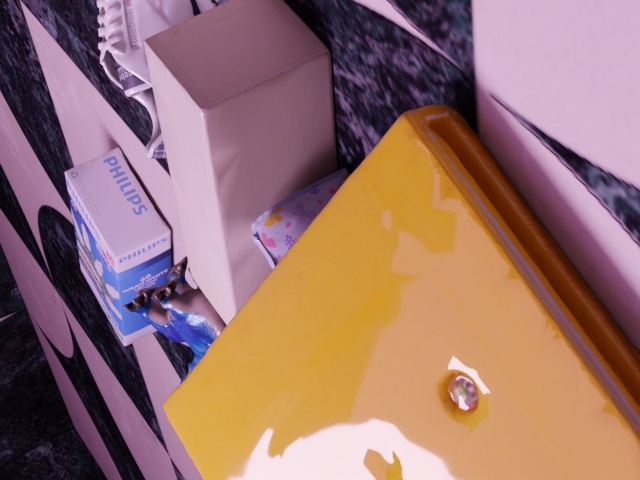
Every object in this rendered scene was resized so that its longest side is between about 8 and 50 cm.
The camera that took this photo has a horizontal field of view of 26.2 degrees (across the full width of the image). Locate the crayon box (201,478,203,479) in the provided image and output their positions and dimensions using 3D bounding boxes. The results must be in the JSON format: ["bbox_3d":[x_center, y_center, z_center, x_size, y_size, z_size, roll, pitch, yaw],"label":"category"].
[{"bbox_3d":[-0.030,0.330,1.425,0.278,0.165,0.081,39,152,52],"label":"crayon box"}]

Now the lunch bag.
[{"bbox_3d":[0.000,0.000,0.987,0.071,0.083,0.053,54,161,21],"label":"lunch bag"}]

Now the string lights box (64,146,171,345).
[{"bbox_3d":[-0.245,0.013,1.707,0.133,0.076,0.260,57,162,21],"label":"string lights box"}]

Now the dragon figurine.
[{"bbox_3d":[-0.113,0.094,1.365,0.144,0.085,0.289,55,154,-9],"label":"dragon figurine"}]

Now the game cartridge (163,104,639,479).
[{"bbox_3d":[0.055,0.127,0.831,0.285,0.052,0.324,57,133,18],"label":"game cartridge"}]

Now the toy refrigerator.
[{"bbox_3d":[-0.052,-0.051,1.030,0.094,0.102,0.269,50,159,33],"label":"toy refrigerator"}]

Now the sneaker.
[{"bbox_3d":[-0.140,-0.183,1.095,0.235,0.095,0.090,65,164,-5],"label":"sneaker"}]

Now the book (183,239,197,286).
[{"bbox_3d":[-0.094,0.064,1.434,0.096,0.035,0.144,45,156,32],"label":"book"}]
